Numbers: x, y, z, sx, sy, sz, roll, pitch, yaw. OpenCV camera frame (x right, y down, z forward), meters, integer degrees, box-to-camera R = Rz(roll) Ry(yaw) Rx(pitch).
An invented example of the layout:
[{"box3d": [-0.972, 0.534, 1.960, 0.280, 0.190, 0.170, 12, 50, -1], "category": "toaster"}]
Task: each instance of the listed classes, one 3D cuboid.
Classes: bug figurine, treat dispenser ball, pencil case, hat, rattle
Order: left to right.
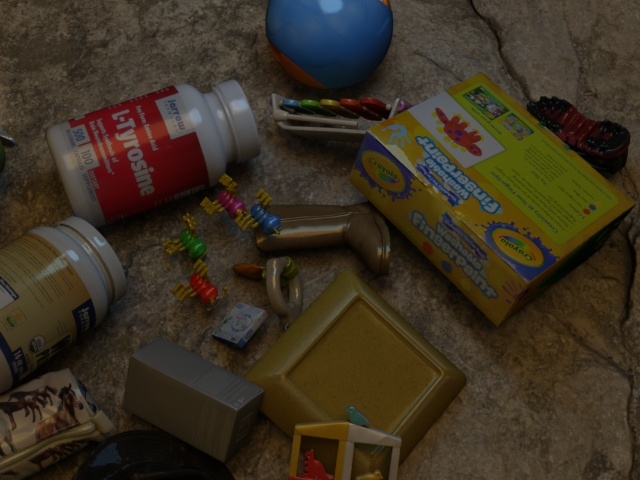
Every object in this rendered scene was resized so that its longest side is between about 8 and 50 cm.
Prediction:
[{"box3d": [-0.582, 0.374, 1.648, 0.410, 0.160, 0.183, -24, 35, -14], "category": "pencil case"}, {"box3d": [-0.262, 0.461, 1.575, 0.331, 0.134, 0.331, 12, 59, -21], "category": "hat"}, {"box3d": [-0.198, -0.003, 1.874, 0.279, 0.072, 0.216, -47, 50, 9], "category": "bug figurine"}, {"box3d": [-0.104, 0.138, 1.850, 0.142, 0.130, 0.200, -9, 89, 7], "category": "rattle"}, {"box3d": [0.020, -0.484, 2.064, 0.288, 0.288, 0.288, 1, 61, -1], "category": "treat dispenser ball"}]

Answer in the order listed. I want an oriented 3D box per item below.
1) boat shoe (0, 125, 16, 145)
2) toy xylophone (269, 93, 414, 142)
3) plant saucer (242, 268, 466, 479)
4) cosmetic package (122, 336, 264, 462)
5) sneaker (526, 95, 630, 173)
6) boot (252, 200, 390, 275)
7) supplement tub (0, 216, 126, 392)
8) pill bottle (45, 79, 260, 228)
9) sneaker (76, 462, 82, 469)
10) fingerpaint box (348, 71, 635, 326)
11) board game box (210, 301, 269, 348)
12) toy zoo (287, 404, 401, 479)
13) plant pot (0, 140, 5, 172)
[{"box3d": [-0.719, -0.241, 2.057, 0.100, 0.035, 0.035, 16, 65, 15], "category": "boat shoe"}, {"box3d": [0.037, -0.265, 1.964, 0.322, 0.236, 0.081, 6, 88, 17], "category": "toy xylophone"}, {"box3d": [0.075, 0.261, 1.735, 0.332, 0.081, 0.333, 43, 68, 3], "category": "plant saucer"}, {"box3d": [-0.239, 0.290, 1.701, 0.238, 0.127, 0.107, 27, 27, 19], "category": "cosmetic package"}, {"box3d": [0.571, -0.229, 2.052, 0.097, 0.135, 0.276, -46, 48, -10], "category": "sneaker"}, {"box3d": [0.000, 0.000, 1.893, 0.269, 0.089, 0.236, -3, 31, -5], "category": "boot"}, {"box3d": [-0.548, 0.114, 1.738, 0.228, 0.228, 0.316, 39, 54, 18], "category": "supplement tub"}, {"box3d": [-0.343, -0.192, 1.928, 0.407, 0.229, 0.229, -21, 64, -12], "category": "pill bottle"}, {"box3d": [-0.392, 0.500, 1.641, 0.092, 0.087, 0.229, -10, 60, 11], "category": "sneaker"}, {"box3d": [0.345, -0.098, 1.894, 0.371, 0.163, 0.445, -31, 66, -34], "category": "fingerpaint box"}, {"box3d": [-0.160, 0.168, 1.829, 0.090, 0.020, 0.090, 11, 54, 49], "category": "board game box"}, {"box3d": [0.037, 0.438, 1.634, 0.192, 0.030, 0.293, 6, 89, 2], "category": "toy zoo"}, {"box3d": [-0.827, -0.110, 1.833, 0.366, 0.366, 0.353, 21, 51, 10], "category": "plant pot"}]
